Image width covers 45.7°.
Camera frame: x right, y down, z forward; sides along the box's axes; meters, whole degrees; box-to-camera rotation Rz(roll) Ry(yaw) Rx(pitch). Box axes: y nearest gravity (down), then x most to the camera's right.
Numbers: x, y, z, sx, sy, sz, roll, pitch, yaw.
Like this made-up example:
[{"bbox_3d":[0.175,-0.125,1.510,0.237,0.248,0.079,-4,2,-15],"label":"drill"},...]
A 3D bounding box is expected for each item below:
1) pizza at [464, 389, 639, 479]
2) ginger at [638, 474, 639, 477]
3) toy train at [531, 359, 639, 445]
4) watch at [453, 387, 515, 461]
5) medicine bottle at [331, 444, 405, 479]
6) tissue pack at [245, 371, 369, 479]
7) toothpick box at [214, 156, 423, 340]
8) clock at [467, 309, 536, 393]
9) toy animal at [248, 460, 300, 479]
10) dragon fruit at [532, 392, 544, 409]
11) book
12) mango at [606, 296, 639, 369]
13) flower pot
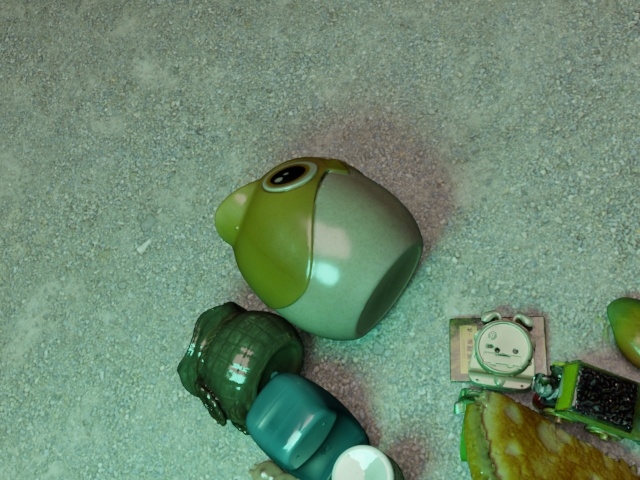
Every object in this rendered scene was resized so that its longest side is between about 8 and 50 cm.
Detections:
[{"bbox_3d":[0.491,0.518,1.540,0.406,0.130,0.440,8,44,-25],"label":"pizza"},{"bbox_3d":[0.732,0.641,1.538,0.148,0.081,0.334,-27,62,-14],"label":"ginger"},{"bbox_3d":[0.594,0.344,1.630,0.260,0.177,0.134,20,71,-6],"label":"toy train"},{"bbox_3d":[0.370,0.425,1.720,0.131,0.165,0.152,3,92,17],"label":"watch"},{"bbox_3d":[0.116,0.537,1.674,0.139,0.237,0.139,-7,64,14],"label":"medicine bottle"},{"bbox_3d":[-0.038,0.430,1.744,0.198,0.287,0.206,-52,46,-6],"label":"tissue pack"},{"bbox_3d":[0.000,0.000,1.847,0.425,0.409,0.409,34,79,19],"label":"toothpick box"},{"bbox_3d":[0.429,0.256,1.780,0.151,0.062,0.191,5,71,17],"label":"clock"},{"bbox_3d":[-0.107,0.577,1.812,0.150,0.089,0.083,17,76,32],"label":"toy animal"},{"bbox_3d":[0.528,0.355,1.735,0.083,0.056,0.060,-45,61,-8],"label":"dragon fruit"},{"bbox_3d":[0.425,0.263,1.826,0.228,0.024,0.160,-2,68,15],"label":"book"},{"bbox_3d":[0.729,0.210,1.727,0.130,0.092,0.195,-37,53,1],"label":"mango"},{"bbox_3d":[-0.191,0.311,1.847,0.213,0.302,0.302,21,74,28],"label":"flower pot"}]
